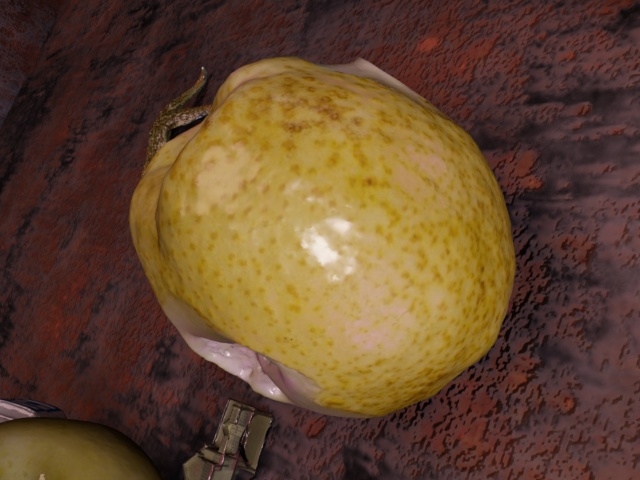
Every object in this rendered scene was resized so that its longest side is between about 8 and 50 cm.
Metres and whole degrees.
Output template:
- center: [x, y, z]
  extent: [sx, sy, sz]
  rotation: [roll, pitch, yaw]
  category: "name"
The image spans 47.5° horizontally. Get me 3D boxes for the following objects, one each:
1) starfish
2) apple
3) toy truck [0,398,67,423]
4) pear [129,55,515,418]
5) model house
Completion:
- center: [-0.228, -0.172, 1.105]
  extent: [0.208, 0.053, 0.176]
  rotation: [-53, 26, 1]
  category: "starfish"
- center: [-0.253, 0.279, 0.623]
  extent: [0.262, 0.262, 0.263]
  rotation: [-30, 45, 36]
  category: "apple"
- center: [-0.354, 0.290, 0.841]
  extent: [0.161, 0.177, 0.213]
  rotation: [12, 86, 16]
  category: "toy truck"
- center: [0.000, 0.000, 0.520]
  extent: [0.271, 0.271, 0.271]
  rotation: [-30, 45, 36]
  category: "pear"
- center: [-0.089, 0.188, 0.665]
  extent: [0.058, 0.057, 0.083]
  rotation: [6, 73, 48]
  category: "model house"
